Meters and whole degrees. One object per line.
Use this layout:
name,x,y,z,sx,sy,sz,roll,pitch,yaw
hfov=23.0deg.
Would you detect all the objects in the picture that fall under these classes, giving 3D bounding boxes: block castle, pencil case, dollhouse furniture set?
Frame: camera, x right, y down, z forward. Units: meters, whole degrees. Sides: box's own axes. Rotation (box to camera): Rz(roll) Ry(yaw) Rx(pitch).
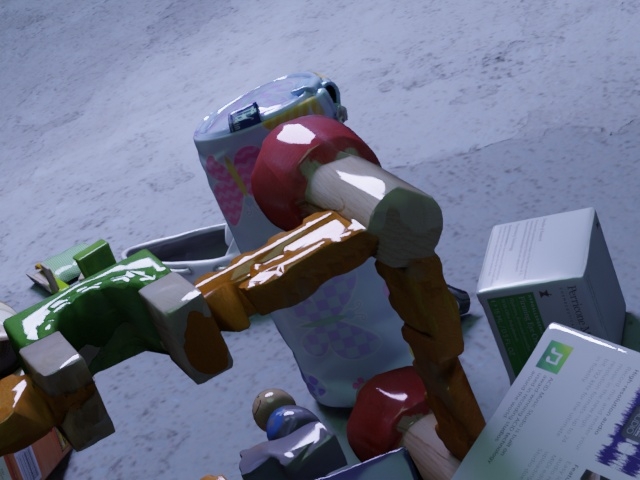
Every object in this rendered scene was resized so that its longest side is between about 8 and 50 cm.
block castle,-0.109,0.143,1.046,0.453,0.303,0.213,-29,25,-16
pencil case,0.000,0.000,1.271,0.124,0.273,0.113,-20,19,9
dollhouse furniture set,-0.265,0.021,1.680,0.076,0.059,0.151,-32,28,-21

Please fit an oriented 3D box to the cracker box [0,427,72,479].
cracker box,-0.344,0.204,1.334,0.232,0.067,0.156,-18,7,8

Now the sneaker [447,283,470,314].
sneaker,0.085,0.049,1.382,0.057,0.047,0.119,-12,18,-33

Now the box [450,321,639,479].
box,0.194,0.191,0.895,0.232,0.058,0.322,-55,35,-11

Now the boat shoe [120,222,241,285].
boat shoe,-0.064,0.008,1.511,0.267,0.088,0.096,-13,27,19

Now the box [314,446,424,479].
box,0.009,0.267,0.837,0.184,0.103,0.261,-23,50,4

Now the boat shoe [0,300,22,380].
boat shoe,-0.411,0.152,1.494,0.302,0.109,0.098,-25,24,-19

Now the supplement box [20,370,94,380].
supplement box,-0.247,0.147,1.448,0.062,0.036,0.098,-18,26,9

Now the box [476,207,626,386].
box,0.182,0.047,1.229,0.087,0.101,0.102,-11,30,22
